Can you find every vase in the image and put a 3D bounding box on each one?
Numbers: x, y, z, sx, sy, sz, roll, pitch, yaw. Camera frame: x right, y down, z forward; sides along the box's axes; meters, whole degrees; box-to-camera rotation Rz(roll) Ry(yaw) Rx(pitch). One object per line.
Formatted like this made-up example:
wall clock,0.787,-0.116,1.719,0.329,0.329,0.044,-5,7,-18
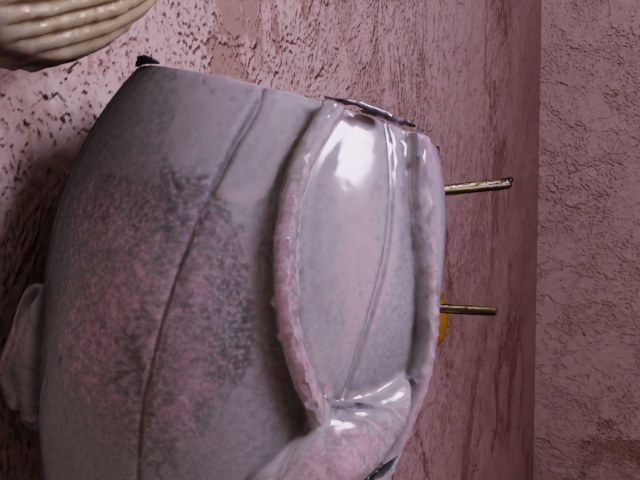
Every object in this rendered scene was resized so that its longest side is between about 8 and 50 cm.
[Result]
vase,-0.068,0.132,0.623,0.250,0.250,0.445,15,88,-71

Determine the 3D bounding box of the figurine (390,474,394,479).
figurine,-0.017,0.311,1.005,0.222,0.124,0.324,-60,154,-49

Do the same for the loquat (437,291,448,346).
loquat,0.097,0.077,1.272,0.137,0.113,0.137,-8,90,-66

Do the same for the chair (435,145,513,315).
chair,0.000,0.000,0.940,0.326,0.170,0.159,-7,112,-26

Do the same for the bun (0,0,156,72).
bun,-0.133,-0.190,0.482,0.220,0.134,0.220,-48,163,-20
